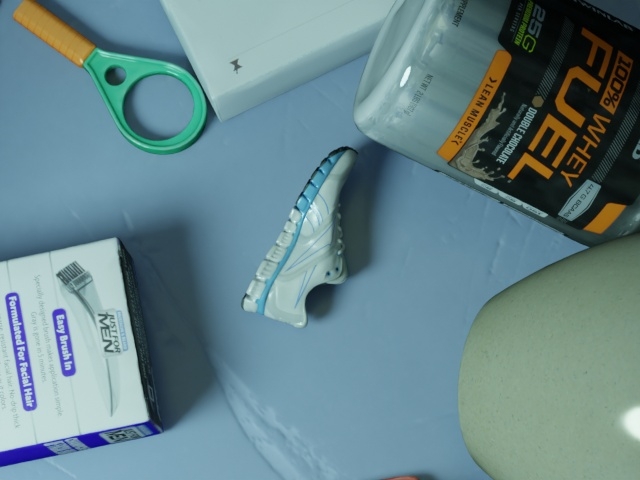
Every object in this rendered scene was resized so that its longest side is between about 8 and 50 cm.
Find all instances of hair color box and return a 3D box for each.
[{"bbox_3d":[-0.336,0.127,1.925,0.339,0.110,0.185,-12,76,2],"label":"hair color box"}]

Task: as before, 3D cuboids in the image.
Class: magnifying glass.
[{"bbox_3d":[-0.215,-0.172,2.027,0.231,0.026,0.092,36,82,11],"label":"magnifying glass"}]

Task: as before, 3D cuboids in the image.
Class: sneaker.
[{"bbox_3d":[0.000,0.000,1.962,0.083,0.071,0.191,27,89,2],"label":"sneaker"}]

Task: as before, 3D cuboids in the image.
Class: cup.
[{"bbox_3d":[0.265,0.138,1.810,0.237,0.331,0.331,4,76,31],"label":"cup"}]

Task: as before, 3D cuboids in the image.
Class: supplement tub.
[{"bbox_3d":[0.218,-0.124,1.876,0.338,0.207,0.207,25,79,-10],"label":"supplement tub"}]

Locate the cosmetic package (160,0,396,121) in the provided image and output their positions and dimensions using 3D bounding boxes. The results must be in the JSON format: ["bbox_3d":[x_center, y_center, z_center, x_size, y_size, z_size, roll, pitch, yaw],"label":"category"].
[{"bbox_3d":[0.004,-0.330,2.014,0.377,0.097,0.284,-25,76,-3],"label":"cosmetic package"}]

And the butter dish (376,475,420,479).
[{"bbox_3d":[0.035,0.305,1.859,0.160,0.118,0.160,-12,77,1],"label":"butter dish"}]
